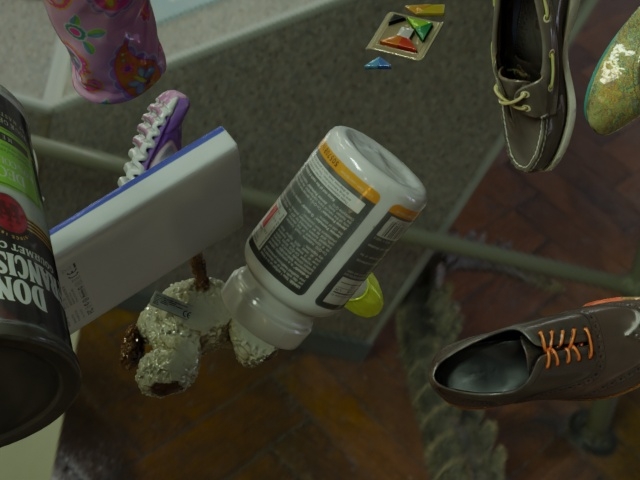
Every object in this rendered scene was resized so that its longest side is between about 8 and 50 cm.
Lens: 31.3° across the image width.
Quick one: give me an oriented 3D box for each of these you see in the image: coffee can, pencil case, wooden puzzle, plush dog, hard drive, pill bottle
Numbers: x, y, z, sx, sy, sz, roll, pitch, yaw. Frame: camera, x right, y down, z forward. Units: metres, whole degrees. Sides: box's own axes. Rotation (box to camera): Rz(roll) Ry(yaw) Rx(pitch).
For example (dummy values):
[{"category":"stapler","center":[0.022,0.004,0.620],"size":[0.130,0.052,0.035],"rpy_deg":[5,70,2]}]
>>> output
[{"category":"coffee can","center":[-0.327,0.018,0.967],"size":[0.202,0.201,0.275],"rpy_deg":[-1,54,-28]},{"category":"pencil case","center":[-0.252,-0.279,1.258],"size":[0.124,0.284,0.124],"rpy_deg":[-3,57,4]},{"category":"wooden puzzle","center":[0.096,-0.235,1.299],"size":[0.079,0.014,0.116],"rpy_deg":[8,52,18]},{"category":"plush dog","center":[-0.223,0.132,1.892],"size":[0.262,0.225,0.210],"rpy_deg":[-17,92,-30]},{"category":"hard drive","center":[-0.234,0.010,1.328],"size":[0.319,0.210,0.040],"rpy_deg":[-33,70,-16]},{"category":"pill bottle","center":[0.000,0.000,1.508],"size":[0.162,0.278,0.162],"rpy_deg":[35,17,-12]}]

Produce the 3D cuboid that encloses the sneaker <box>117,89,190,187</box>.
[{"category":"sneaker","center":[-0.226,-0.097,1.634],"size":[0.105,0.236,0.095],"rpy_deg":[19,13,-18]}]

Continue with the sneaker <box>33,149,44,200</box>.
[{"category":"sneaker","center":[-0.566,-0.149,1.894],"size":[0.126,0.321,0.127],"rpy_deg":[4,40,29]}]

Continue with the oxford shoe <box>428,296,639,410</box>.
[{"category":"oxford shoe","center":[0.238,0.114,1.114],"size":[0.098,0.271,0.097],"rpy_deg":[29,45,-73]}]

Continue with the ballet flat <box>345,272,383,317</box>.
[{"category":"ballet flat","center":[0.022,0.030,1.827],"size":[0.231,0.077,0.077],"rpy_deg":[60,12,-3]}]

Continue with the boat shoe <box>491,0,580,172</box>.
[{"category":"boat shoe","center":[0.278,-0.232,1.530],"size":[0.097,0.324,0.116],"rpy_deg":[-23,38,-33]}]

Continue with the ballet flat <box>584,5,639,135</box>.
[{"category":"ballet flat","center":[0.492,-0.291,1.586],"size":[0.123,0.123,0.348],"rpy_deg":[34,77,6]}]
